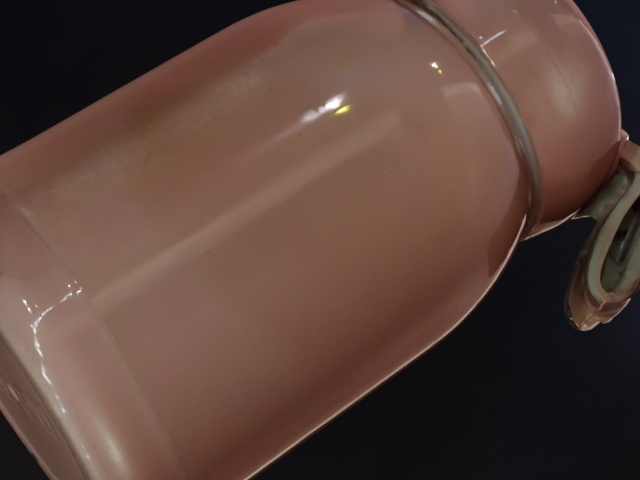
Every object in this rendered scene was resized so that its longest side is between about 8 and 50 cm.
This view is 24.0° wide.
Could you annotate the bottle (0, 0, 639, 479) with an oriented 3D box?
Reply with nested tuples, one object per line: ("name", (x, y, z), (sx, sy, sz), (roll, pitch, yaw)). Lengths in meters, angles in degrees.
("bottle", (0.000, 0.000, 0.659), (0.297, 0.206, 0.173), (-33, -10, -21))
